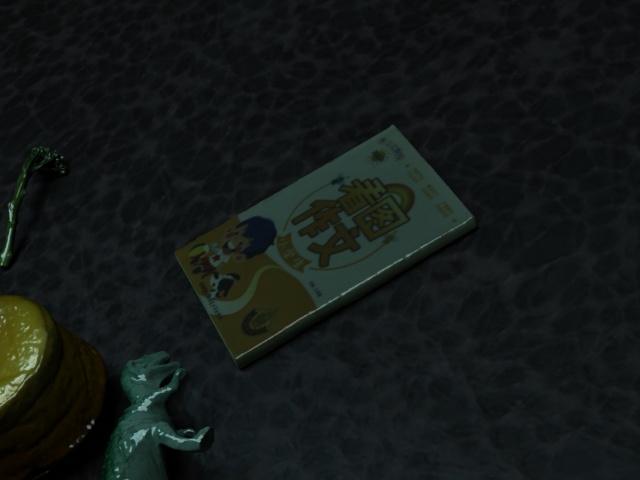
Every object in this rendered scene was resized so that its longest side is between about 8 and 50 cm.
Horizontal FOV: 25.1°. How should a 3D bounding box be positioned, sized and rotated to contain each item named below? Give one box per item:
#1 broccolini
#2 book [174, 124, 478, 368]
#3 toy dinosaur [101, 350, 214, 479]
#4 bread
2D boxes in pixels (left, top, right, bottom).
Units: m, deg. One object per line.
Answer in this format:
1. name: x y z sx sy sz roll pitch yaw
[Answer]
1. broccolini: -0.373 -0.052 1.791 0.054 0.052 0.194 -5 47 28
2. book: 0.000 0.000 1.573 0.295 0.020 0.208 -31 41 -4
3. toy dinosaur: -0.159 0.243 1.376 0.129 0.076 0.383 -16 39 22
4. bread: -0.358 0.170 1.494 0.269 0.143 0.195 -23 44 7
